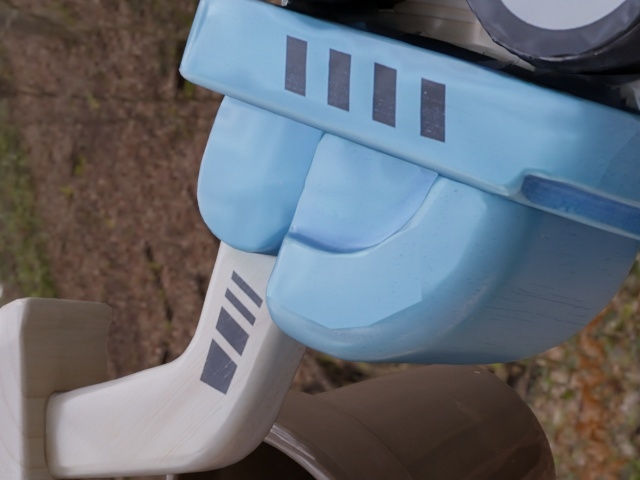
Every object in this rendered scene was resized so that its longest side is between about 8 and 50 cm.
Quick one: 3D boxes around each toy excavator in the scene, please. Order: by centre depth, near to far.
[{"bbox_3d":[0.000,0.000,0.737,0.222,0.433,0.445,11,-81,-55],"label":"toy excavator"}]

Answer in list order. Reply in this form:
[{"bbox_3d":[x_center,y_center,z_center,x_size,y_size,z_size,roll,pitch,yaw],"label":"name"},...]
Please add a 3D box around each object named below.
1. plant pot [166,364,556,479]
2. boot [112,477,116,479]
[{"bbox_3d":[0.051,0.204,1.002,0.229,0.263,0.263,-25,-41,-39],"label":"plant pot"},{"bbox_3d":[-0.198,0.293,1.378,0.091,0.263,0.229,-40,0,1],"label":"boot"}]
